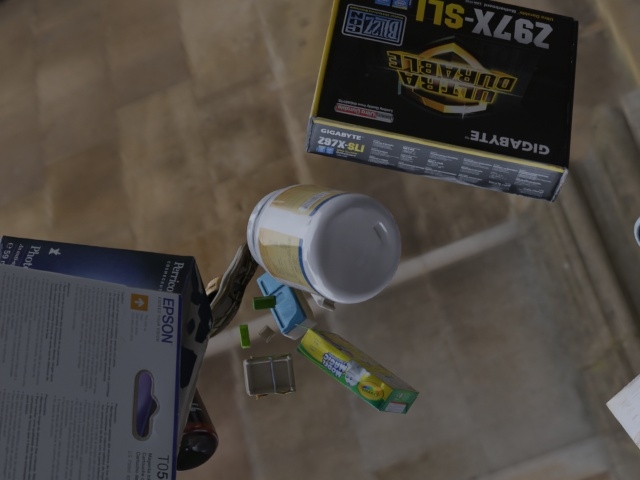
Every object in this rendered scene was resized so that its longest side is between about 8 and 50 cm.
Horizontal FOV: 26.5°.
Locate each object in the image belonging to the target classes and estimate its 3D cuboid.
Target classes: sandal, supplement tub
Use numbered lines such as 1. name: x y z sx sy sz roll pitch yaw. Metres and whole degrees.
1. sandal: -0.154 0.078 2.156 0.049 0.180 0.072 24 175 27
2. supplement tub: -0.242 0.271 2.212 0.198 0.106 0.106 61 -179 42
3. supplement tub: 0.000 0.000 1.822 0.200 0.144 0.144 15 134 59

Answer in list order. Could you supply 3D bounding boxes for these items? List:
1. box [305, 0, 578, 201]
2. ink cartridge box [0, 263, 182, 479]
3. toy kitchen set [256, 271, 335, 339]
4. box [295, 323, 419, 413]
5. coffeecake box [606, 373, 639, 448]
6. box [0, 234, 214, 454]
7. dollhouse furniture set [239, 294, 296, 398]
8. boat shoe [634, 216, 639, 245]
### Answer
1. box: 0.158 -0.200 1.728 0.079 0.322 0.257 104 178 -55
2. ink cartridge box: -0.335 0.191 1.620 0.071 0.330 0.324 130 146 -52
3. toy kitchen set: -0.030 0.038 2.198 0.166 0.207 0.122 29 -152 -54
4. box: 0.043 0.178 1.921 0.179 0.043 0.105 36 -173 27
5. coffeecake box: 0.513 0.252 1.943 0.068 0.142 0.185 43 -170 -26
6. box: -0.330 0.168 1.890 0.182 0.294 0.296 82 -163 -55
7. dollhouse furniture set: -0.083 0.162 2.080 0.058 0.076 0.151 -175 78 -88
8. boat shoe: 0.316 0.014 0.989 0.227 0.081 0.079 28 137 61
